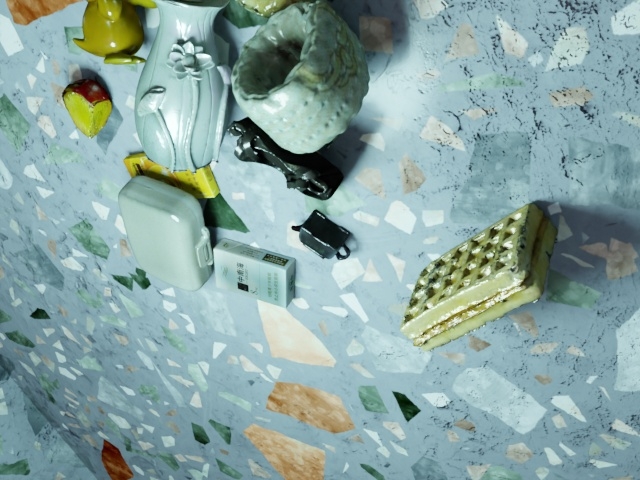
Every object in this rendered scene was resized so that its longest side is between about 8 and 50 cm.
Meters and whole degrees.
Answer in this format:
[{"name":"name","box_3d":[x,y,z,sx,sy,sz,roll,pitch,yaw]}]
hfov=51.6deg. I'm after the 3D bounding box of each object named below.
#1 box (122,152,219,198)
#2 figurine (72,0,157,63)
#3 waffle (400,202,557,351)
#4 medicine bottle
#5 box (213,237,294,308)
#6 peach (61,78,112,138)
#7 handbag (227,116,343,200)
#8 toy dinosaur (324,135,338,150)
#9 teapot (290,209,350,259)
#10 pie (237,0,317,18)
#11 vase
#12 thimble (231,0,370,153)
[{"name":"box","box_3d":[-0.431,-0.187,1.910,0.269,0.043,0.152,-1,123,29]},{"name":"figurine","box_3d":[-0.498,-0.541,1.591,0.215,0.215,0.228,22,100,12]},{"name":"waffle","box_3d":[0.365,0.098,1.551,0.114,0.261,0.376,42,132,-12]},{"name":"medicine bottle","box_3d":[-0.454,-0.012,1.960,0.282,0.123,0.375,20,141,16]},{"name":"box","box_3d":[-0.198,0.098,1.980,0.243,0.067,0.155,16,127,17]},{"name":"peach","box_3d":[-0.644,-0.377,1.857,0.127,0.092,0.172,19,141,21]},{"name":"handbag","box_3d":[-0.086,-0.194,1.592,0.285,0.257,0.113,37,100,0]},{"name":"toy dinosaur","box_3d":[0.014,-0.255,1.635,0.047,0.030,0.083,40,131,-3]},{"name":"teapot","box_3d":[0.000,0.000,1.793,0.177,0.087,0.096,33,136,3]},{"name":"pie","box_3d":[-0.097,-0.600,1.428,0.274,0.055,0.274,14,128,18]},{"name":"vase","box_3d":[-0.327,-0.399,1.582,0.250,0.250,0.445,23,130,12]},{"name":"thimble","box_3d":[-0.037,-0.350,1.415,0.291,0.291,0.195,-14,144,35]}]
